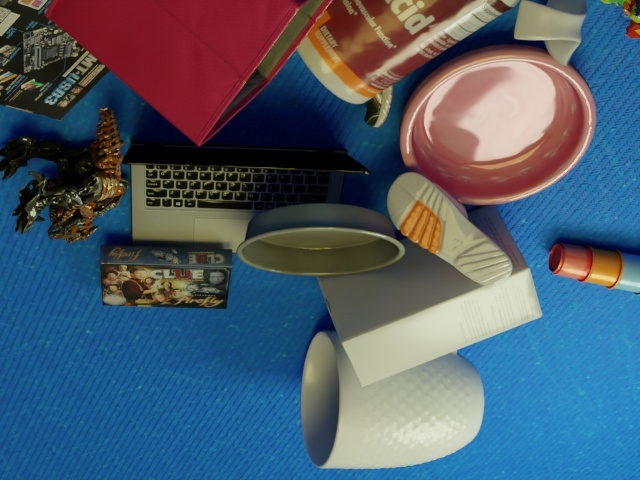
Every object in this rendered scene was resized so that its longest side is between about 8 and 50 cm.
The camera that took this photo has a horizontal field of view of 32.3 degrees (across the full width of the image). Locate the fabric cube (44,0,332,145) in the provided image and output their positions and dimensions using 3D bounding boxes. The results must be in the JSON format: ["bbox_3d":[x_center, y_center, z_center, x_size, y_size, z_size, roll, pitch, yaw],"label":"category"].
[{"bbox_3d":[-0.144,-0.328,1.424,0.258,0.254,0.259,40,125,-3],"label":"fabric cube"}]

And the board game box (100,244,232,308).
[{"bbox_3d":[-0.294,0.071,2.103,0.243,0.042,0.165,2,147,-7],"label":"board game box"}]

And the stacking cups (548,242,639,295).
[{"bbox_3d":[0.607,0.063,2.169,0.316,0.096,0.096,10,133,-15],"label":"stacking cups"}]

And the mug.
[{"bbox_3d":[0.159,0.281,2.252,0.328,0.276,0.374,4,104,-17],"label":"mug"}]

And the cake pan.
[{"bbox_3d":[0.000,0.000,1.926,0.293,0.054,0.293,0,163,0],"label":"cake pan"}]

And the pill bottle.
[{"bbox_3d":[0.151,-0.386,1.588,0.392,0.224,0.224,-31,130,23],"label":"pill bottle"}]

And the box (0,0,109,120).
[{"bbox_3d":[-0.424,-0.312,1.615,0.295,0.073,0.293,-36,152,32],"label":"box"}]

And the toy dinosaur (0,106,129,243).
[{"bbox_3d":[-0.422,-0.113,1.888,0.218,0.164,0.322,-3,124,-35],"label":"toy dinosaur"}]

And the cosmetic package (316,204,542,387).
[{"bbox_3d":[0.199,0.100,2.059,0.365,0.197,0.155,-22,134,4],"label":"cosmetic package"}]

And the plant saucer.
[{"bbox_3d":[0.296,-0.205,1.881,0.332,0.084,0.332,-2,134,-3],"label":"plant saucer"}]

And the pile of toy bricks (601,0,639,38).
[{"bbox_3d":[0.470,-0.392,1.716,0.105,0.118,0.212,-7,161,42],"label":"pile of toy bricks"}]

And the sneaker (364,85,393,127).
[{"bbox_3d":[0.085,-0.273,1.816,0.077,0.072,0.178,10,126,1],"label":"sneaker"}]

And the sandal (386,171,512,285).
[{"bbox_3d":[0.221,-0.019,1.929,0.265,0.076,0.102,41,109,-11],"label":"sandal"}]

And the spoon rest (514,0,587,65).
[{"bbox_3d":[0.366,-0.327,1.661,0.084,0.276,0.137,16,108,21],"label":"spoon rest"}]

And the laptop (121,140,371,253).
[{"bbox_3d":[-0.139,-0.048,1.888,0.382,0.236,0.408,2,134,-7],"label":"laptop"}]
